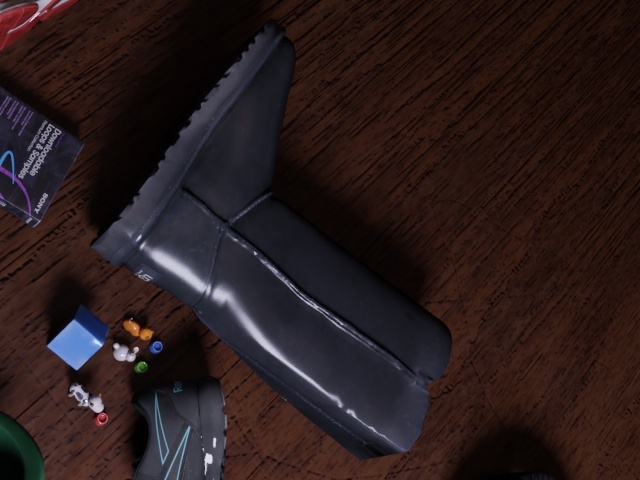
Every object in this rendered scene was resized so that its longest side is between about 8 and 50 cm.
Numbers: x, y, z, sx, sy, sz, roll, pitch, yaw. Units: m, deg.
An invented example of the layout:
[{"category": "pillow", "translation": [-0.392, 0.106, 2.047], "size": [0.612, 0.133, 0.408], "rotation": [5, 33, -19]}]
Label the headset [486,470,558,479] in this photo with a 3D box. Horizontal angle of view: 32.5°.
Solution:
[{"category": "headset", "translation": [0.204, 0.439, 1.393], "size": [0.394, 0.185, 0.243], "rotation": [-9, 85, -50]}]

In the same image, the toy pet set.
[{"category": "toy pet set", "translation": [-0.235, 0.122, 1.208], "size": [0.114, 0.065, 0.122], "rotation": [44, 57, -16]}]

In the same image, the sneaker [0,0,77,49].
[{"category": "sneaker", "translation": [-0.372, -0.295, 1.239], "size": [0.128, 0.087, 0.221], "rotation": [49, 44, -2]}]

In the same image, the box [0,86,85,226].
[{"category": "box", "translation": [-0.356, -0.105, 1.215], "size": [0.162, 0.029, 0.116], "rotation": [35, 61, -22]}]

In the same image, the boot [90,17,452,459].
[{"category": "boot", "translation": [-0.001, 0.002, 1.342], "size": [0.445, 0.146, 0.367], "rotation": [38, 69, -15]}]

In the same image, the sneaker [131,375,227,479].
[{"category": "sneaker", "translation": [-0.155, 0.286, 1.214], "size": [0.106, 0.101, 0.267], "rotation": [-1, 77, -11]}]

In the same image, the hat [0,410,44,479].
[{"category": "hat", "translation": [-0.358, 0.293, 1.108], "size": [0.173, 0.183, 0.208], "rotation": [-30, 56, -35]}]
